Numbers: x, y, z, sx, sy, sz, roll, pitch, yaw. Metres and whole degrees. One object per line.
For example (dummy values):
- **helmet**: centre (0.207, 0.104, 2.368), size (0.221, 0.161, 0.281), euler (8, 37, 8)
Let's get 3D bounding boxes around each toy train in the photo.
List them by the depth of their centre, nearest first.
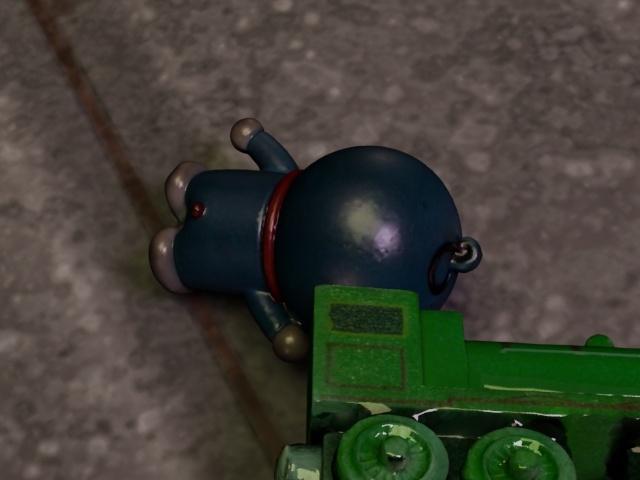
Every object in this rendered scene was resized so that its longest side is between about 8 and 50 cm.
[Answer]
- **toy train**: centre (0.107, 0.081, 0.604), size (0.251, 0.085, 0.119), euler (3, 44, -3)

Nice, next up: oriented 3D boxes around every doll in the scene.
- **doll**: centre (0.000, 0.000, 0.682), size (0.152, 0.085, 0.114), euler (4, 74, 23)
